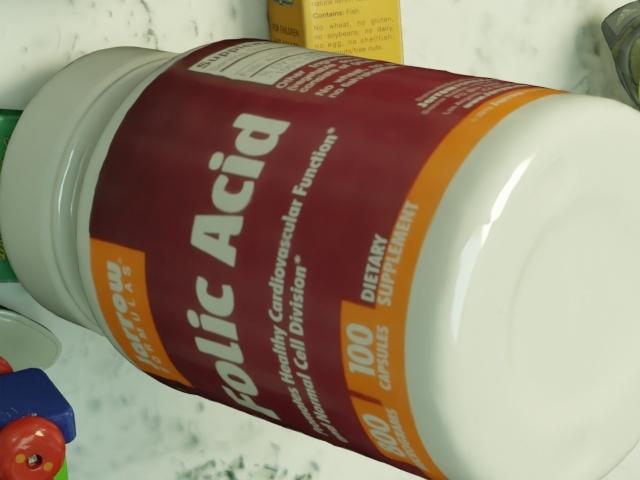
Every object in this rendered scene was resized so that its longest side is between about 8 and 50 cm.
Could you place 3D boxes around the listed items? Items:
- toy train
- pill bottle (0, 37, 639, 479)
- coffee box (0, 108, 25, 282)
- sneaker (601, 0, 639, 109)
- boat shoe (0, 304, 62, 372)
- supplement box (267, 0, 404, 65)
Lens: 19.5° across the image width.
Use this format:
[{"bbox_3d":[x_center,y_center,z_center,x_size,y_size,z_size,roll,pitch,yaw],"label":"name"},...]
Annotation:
[{"bbox_3d":[-0.255,0.166,1.026,0.248,0.105,0.143,-14,118,-24],"label":"toy train"},{"bbox_3d":[0.000,0.000,1.093,0.224,0.392,0.224,-14,111,-43],"label":"pill bottle"},{"bbox_3d":[-0.249,-0.029,1.187,0.184,0.040,0.113,-1,101,-25],"label":"coffee box"},{"bbox_3d":[0.317,-0.096,1.406,0.111,0.121,0.300,-42,137,12],"label":"sneaker"},{"bbox_3d":[-0.230,0.054,1.215,0.125,0.038,0.046,13,114,-26],"label":"boat shoe"},{"bbox_3d":[0.008,-0.165,1.262,0.080,0.078,0.233,-7,103,-21],"label":"supplement box"}]
